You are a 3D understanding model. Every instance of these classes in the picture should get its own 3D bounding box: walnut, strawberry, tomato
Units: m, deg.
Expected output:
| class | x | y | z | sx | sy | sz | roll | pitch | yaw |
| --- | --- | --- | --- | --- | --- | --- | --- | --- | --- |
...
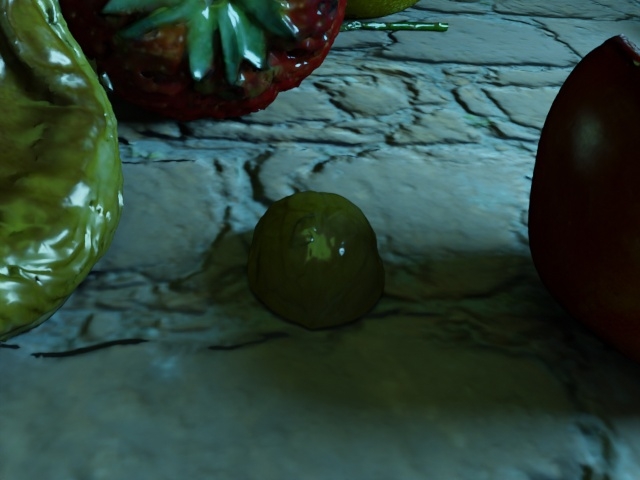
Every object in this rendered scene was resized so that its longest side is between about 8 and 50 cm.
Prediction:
| class | x | y | z | sx | sy | sz | roll | pitch | yaw |
| --- | --- | --- | --- | --- | --- | --- | --- | --- | --- |
| walnut | 0.000 | 0.000 | 0.449 | 0.091 | 0.052 | 0.121 | 5 | 35 | -7 |
| strawberry | -0.119 | -0.226 | 0.636 | 0.238 | 0.250 | 0.288 | -41 | 23 | -7 |
| tomato | 0.206 | -0.004 | 0.412 | 0.233 | 0.139 | 0.200 | 31 | 33 | -26 |

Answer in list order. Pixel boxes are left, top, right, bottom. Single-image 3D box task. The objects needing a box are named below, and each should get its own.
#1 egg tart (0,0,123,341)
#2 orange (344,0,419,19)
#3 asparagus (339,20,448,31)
| class | x | y | z | sx | sy | sz | roll | pitch | yaw |
| --- | --- | --- | --- | --- | --- | --- | --- | --- | --- |
| egg tart | -0.268 | -0.087 | 0.380 | 0.150 | 0.352 | 0.352 | -28 | 22 | 27 |
| orange | 0.055 | -0.422 | 0.904 | 0.274 | 0.274 | 0.274 | 4 | 33 | -3 |
| asparagus | 0.096 | -0.287 | 0.928 | 0.162 | 0.016 | 0.016 | -4 | 54 | -17 |
